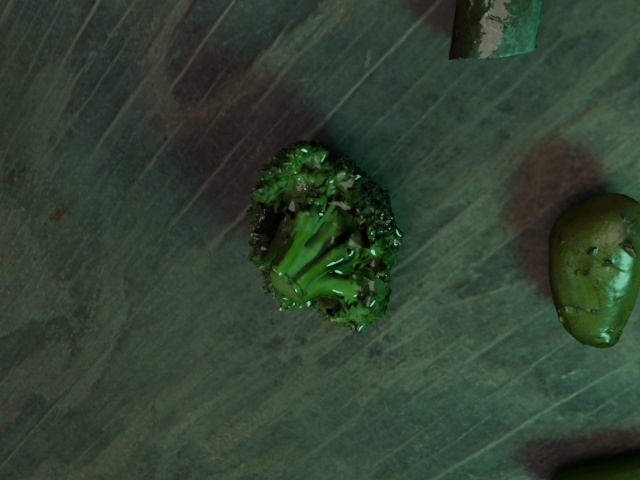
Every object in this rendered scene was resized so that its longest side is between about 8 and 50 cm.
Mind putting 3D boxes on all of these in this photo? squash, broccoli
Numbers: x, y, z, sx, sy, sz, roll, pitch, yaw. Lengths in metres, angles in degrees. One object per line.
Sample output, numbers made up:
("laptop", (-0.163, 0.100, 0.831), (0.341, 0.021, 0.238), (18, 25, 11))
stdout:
("squash", (0.381, 0.303, 0.862), (0.201, 0.066, 0.066), (-23, 100, 25))
("broccoli", (0.001, -0.003, 0.838), (0.197, 0.226, 0.176), (9, 70, 21))

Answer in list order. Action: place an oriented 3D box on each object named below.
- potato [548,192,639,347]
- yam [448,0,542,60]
("potato", (0.309, 0.034, 0.776), (0.105, 0.085, 0.188), (15, 121, 41))
("yam", (0.184, -0.311, 0.693), (0.093, 0.093, 0.260), (9, 113, 20))
